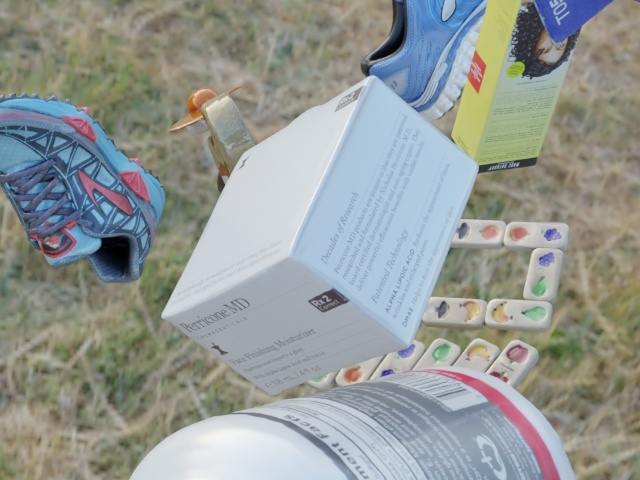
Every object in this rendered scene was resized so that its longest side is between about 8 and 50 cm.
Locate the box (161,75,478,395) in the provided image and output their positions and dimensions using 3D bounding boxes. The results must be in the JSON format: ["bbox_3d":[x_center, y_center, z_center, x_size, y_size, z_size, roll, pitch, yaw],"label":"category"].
[{"bbox_3d":[0.000,0.000,1.156,0.119,0.181,0.182,38,55,-20],"label":"box"}]

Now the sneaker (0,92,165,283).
[{"bbox_3d":[-0.233,-0.042,1.410,0.262,0.104,0.125,37,48,-48],"label":"sneaker"}]

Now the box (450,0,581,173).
[{"bbox_3d":[0.198,-0.174,1.524,0.087,0.232,0.058,-10,46,-22],"label":"box"}]

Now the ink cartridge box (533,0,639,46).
[{"bbox_3d":[0.282,-0.335,1.181,0.330,0.324,0.071,-40,50,-2],"label":"ink cartridge box"}]

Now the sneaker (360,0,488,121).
[{"bbox_3d":[0.153,-0.311,1.810,0.147,0.330,0.130,25,12,-12],"label":"sneaker"}]

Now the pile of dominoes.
[{"bbox_3d":[0.084,0.049,1.360,0.251,0.040,0.196,2,53,20],"label":"pile of dominoes"}]

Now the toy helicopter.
[{"bbox_3d":[-0.093,-0.095,1.717,0.140,0.355,0.235,-24,76,-4],"label":"toy helicopter"}]

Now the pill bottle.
[{"bbox_3d":[-0.003,0.174,0.839,0.176,0.176,0.318,47,29,24],"label":"pill bottle"}]
